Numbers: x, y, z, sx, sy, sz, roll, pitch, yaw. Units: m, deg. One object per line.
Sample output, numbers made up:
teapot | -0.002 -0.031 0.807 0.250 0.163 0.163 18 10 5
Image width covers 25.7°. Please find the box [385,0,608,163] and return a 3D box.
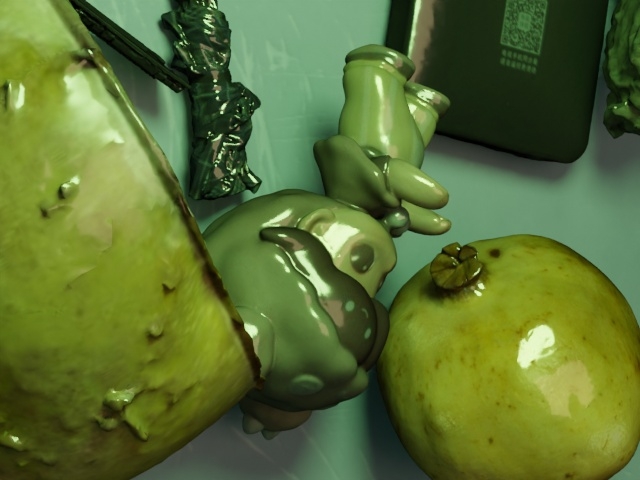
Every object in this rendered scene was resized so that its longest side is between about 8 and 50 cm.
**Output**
box | 0.201 -0.243 1.555 0.290 0.073 0.289 9 88 -36

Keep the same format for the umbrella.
umbrella | -0.101 -0.151 1.350 0.080 0.071 0.224 -20 101 -59

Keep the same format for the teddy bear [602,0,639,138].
teddy bear | 0.435 -0.279 1.590 0.357 0.224 0.367 53 55 -76

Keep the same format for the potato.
potato | -0.274 0.003 1.046 0.319 0.385 0.442 -34 85 -10

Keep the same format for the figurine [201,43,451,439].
figurine | 0.001 -0.001 1.334 0.380 0.203 0.248 -62 164 -13

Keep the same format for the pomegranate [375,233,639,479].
pomegranate | 0.206 0.138 1.461 0.307 0.307 0.307 -3 95 -35

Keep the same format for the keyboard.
keyboard | -0.204 -0.196 1.237 0.023 0.072 0.231 -51 138 3
